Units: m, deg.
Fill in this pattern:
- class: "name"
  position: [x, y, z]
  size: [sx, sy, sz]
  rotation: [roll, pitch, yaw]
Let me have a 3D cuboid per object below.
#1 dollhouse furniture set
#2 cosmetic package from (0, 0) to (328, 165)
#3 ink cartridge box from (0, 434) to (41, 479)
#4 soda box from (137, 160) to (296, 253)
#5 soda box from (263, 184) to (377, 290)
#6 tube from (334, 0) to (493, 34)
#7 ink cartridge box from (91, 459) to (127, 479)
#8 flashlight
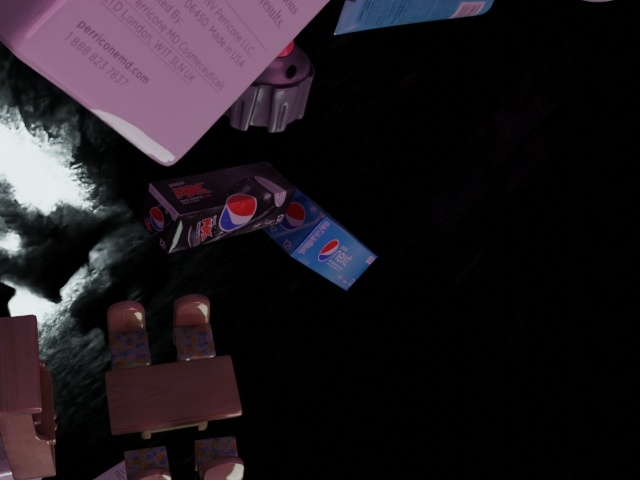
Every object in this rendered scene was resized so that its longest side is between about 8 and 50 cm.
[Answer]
- class: "dollhouse furniture set"
  position: [-0.207, 0.157, 0.943]
  size: [0.242, 0.212, 0.161]
  rotation: [-6, 142, -15]
- class: "cosmetic package"
  position: [-0.032, -0.295, 0.517]
  size: [0.453, 0.230, 0.161]
  rotation: [-47, 154, 0]
- class: "ink cartridge box"
  position: [-0.463, 0.341, 0.994]
  size: [0.275, 0.060, 0.239]
  rotation: [-55, 154, 19]
- class: "soda box"
  position: [-0.109, -0.039, 0.969]
  size: [0.169, 0.060, 0.053]
  rotation: [-17, 141, -45]
- class: "soda box"
  position: [0.000, 0.000, 1.175]
  size: [0.067, 0.071, 0.210]
  rotation: [-48, 154, 2]
- class: "tube"
  position: [0.106, -0.266, 0.980]
  size: [0.207, 0.052, 0.080]
  rotation: [-16, 137, -38]
- class: "ink cartridge box"
  position: [-0.335, 0.436, 1.177]
  size: [0.211, 0.121, 0.289]
  rotation: [-54, 168, 19]
- class: "flashlight"
  position: [-0.024, -0.230, 0.773]
  size: [0.103, 0.103, 0.304]
  rotation: [-31, 149, -35]
